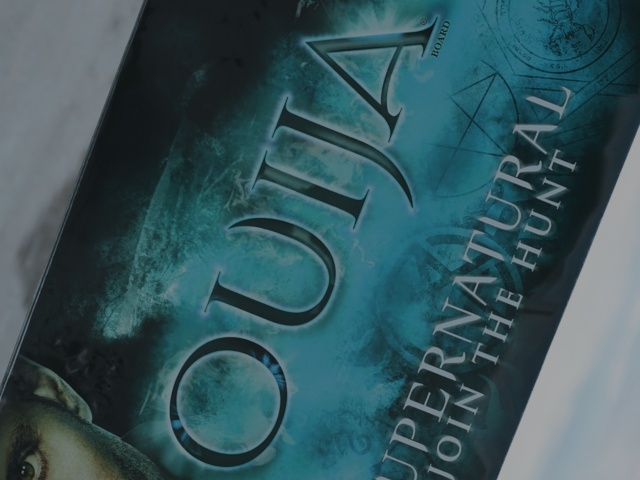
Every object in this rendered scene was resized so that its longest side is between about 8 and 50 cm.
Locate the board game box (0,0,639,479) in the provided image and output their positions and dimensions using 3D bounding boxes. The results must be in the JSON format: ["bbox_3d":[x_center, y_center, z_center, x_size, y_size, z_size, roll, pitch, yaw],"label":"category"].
[{"bbox_3d":[0.000,0.000,0.478,0.026,0.126,0.186,-40,151,-84],"label":"board game box"}]
